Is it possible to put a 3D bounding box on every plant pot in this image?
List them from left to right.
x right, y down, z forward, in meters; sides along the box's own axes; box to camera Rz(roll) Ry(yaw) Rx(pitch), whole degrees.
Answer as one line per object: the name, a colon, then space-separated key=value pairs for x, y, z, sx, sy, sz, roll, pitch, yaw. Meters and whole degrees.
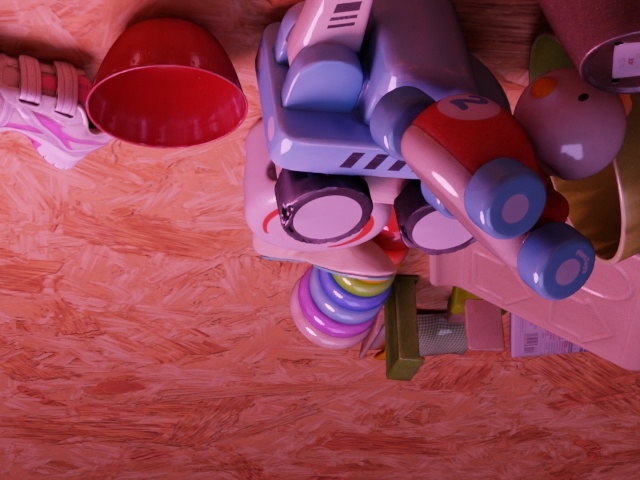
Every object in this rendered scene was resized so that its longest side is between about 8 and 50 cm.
plant pot: x=0.285 y=-0.263 z=1.280 sx=0.215 sy=0.230 sz=0.215 roll=-2 pitch=154 yaw=-1
plant pot: x=0.425 y=-0.144 z=1.553 sx=0.293 sy=0.274 sz=0.275 roll=-17 pitch=155 yaw=-5

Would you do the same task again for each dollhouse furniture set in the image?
dollhouse furniture set: x=0.190 y=0.188 z=2.310 sx=0.198 sy=0.151 sz=0.301 roll=2 pitch=154 yaw=-11

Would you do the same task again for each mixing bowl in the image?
mixing bowl: x=-0.174 y=-0.190 z=1.543 sx=0.181 sy=0.098 sz=0.181 roll=-3 pitch=155 yaw=-1

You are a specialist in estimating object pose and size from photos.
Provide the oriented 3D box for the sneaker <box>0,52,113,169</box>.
sneaker: x=-0.326 y=-0.172 z=1.582 sx=0.111 sy=0.103 sz=0.252 roll=-20 pitch=156 yaw=25

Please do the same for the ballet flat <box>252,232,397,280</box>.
ballet flat: x=0.000 y=0.000 z=1.908 sx=0.248 sy=0.086 sz=0.086 roll=9 pitch=166 yaw=38

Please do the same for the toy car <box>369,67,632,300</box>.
toy car: x=0.215 y=-0.108 z=1.345 sx=0.238 sy=0.219 sz=0.210 roll=-46 pitch=130 yaw=0

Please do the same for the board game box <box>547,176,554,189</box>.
board game box: x=0.243 y=-0.079 z=1.878 sx=0.193 sy=0.045 sz=0.147 roll=-22 pitch=149 yaw=35

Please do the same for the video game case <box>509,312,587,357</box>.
video game case: x=0.475 y=0.118 z=2.327 sx=0.300 sy=0.036 sz=0.329 roll=-5 pitch=154 yaw=5

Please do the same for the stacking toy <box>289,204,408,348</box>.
stacking toy: x=0.067 y=0.035 z=2.012 sx=0.141 sy=0.141 sz=0.330 roll=6 pitch=149 yaw=-18

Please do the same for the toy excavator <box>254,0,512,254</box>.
toy excavator: x=0.031 y=-0.213 z=1.439 sx=0.433 sy=0.222 sz=0.445 roll=4 pitch=141 yaw=-17

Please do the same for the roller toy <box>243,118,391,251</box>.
roller toy: x=-0.006 y=-0.071 z=1.752 sx=0.191 sy=0.146 sz=0.209 roll=13 pitch=151 yaw=-29

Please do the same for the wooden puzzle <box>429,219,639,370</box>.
wooden puzzle: x=0.321 y=0.029 z=1.866 sx=0.348 sy=0.080 sz=0.322 roll=22 pitch=156 yaw=16
